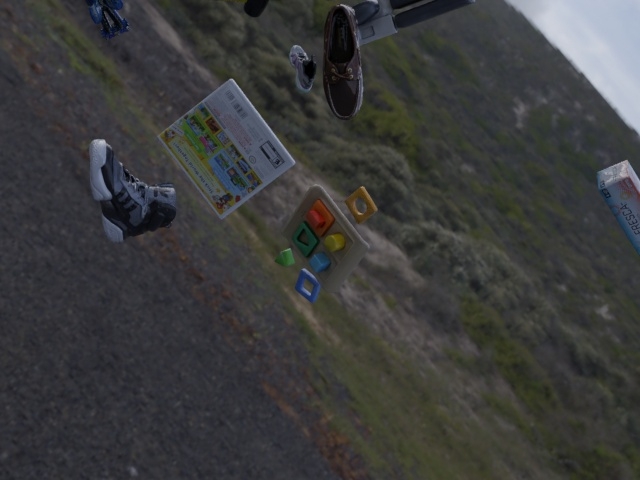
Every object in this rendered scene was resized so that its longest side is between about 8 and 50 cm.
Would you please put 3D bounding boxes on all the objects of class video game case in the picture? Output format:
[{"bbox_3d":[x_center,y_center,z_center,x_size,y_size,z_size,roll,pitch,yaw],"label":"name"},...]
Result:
[{"bbox_3d":[-0.202,-0.195,1.820,0.227,0.206,0.026,53,8,-5],"label":"video game case"}]

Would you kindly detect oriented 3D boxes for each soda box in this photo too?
[{"bbox_3d":[0.578,-0.056,1.560,0.183,0.063,0.058,51,33,-24],"label":"soda box"}]

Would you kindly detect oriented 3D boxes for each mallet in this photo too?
[{"bbox_3d":[-0.171,-0.441,1.511,0.190,0.062,0.039,-2,60,-40],"label":"mallet"}]

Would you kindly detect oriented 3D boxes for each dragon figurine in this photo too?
[{"bbox_3d":[-0.532,-0.582,2.036,0.144,0.085,0.289,56,-8,5],"label":"dragon figurine"}]

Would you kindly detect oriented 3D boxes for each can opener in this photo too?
[{"bbox_3d":[0.159,-0.457,1.674,0.095,0.283,0.076,-27,102,-59],"label":"can opener"}]

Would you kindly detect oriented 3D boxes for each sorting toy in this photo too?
[{"bbox_3d":[0.000,0.000,1.903,0.047,0.347,0.196,-21,64,-46],"label":"sorting toy"}]

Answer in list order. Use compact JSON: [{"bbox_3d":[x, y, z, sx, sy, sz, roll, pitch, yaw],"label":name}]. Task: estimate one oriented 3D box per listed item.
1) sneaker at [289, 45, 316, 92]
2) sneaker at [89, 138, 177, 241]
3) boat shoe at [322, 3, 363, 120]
[{"bbox_3d":[-0.027,-0.336,1.595,0.069,0.038,0.098,135,-58,-62],"label":"sneaker"},{"bbox_3d":[-0.364,-0.104,1.665,0.268,0.153,0.101,92,-13,-52],"label":"sneaker"},{"bbox_3d":[0.037,-0.317,1.516,0.073,0.073,0.207,-67,152,-78],"label":"boat shoe"}]
